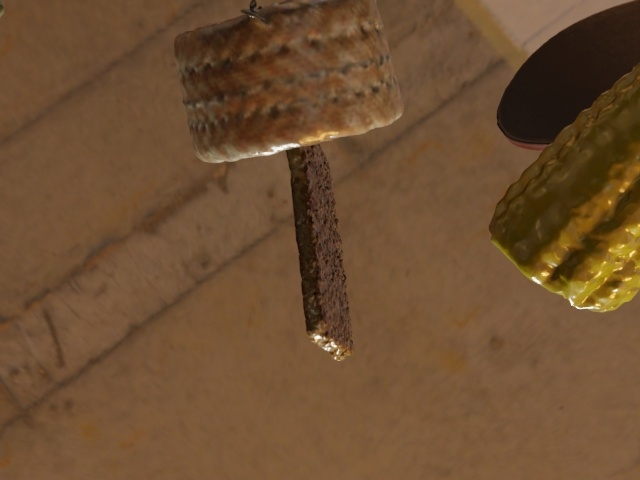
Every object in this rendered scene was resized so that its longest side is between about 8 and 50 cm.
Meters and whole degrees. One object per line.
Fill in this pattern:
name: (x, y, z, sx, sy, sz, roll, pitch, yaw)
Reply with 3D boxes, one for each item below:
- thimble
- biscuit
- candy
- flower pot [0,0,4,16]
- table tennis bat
thimble: (-0.035, -0.165, 1.252, 0.196, 0.229, 0.148, -16, -81, -31)
biscuit: (0.000, 0.000, 1.257, 0.025, 0.131, 0.231, -11, -108, 12)
candy: (0.194, -0.050, 0.752, 0.199, 0.094, 0.106, -53, -132, 27)
flower pot: (-0.248, -0.039, 0.414, 0.254, 0.164, 0.368, 31, -59, 20)
table tennis bat: (0.259, -0.136, 0.905, 0.022, 0.301, 0.173, 52, -129, -29)
